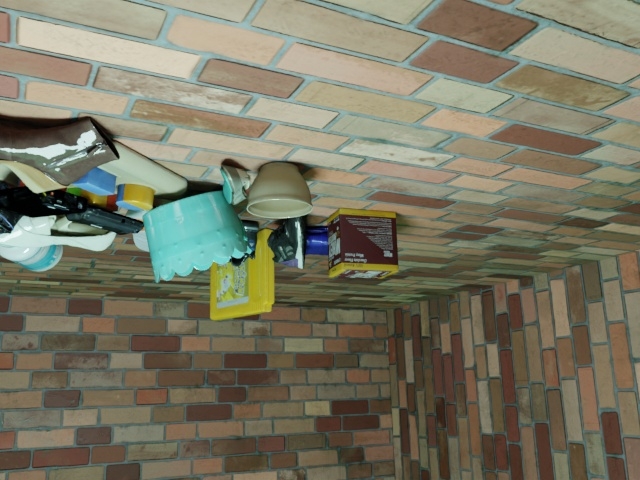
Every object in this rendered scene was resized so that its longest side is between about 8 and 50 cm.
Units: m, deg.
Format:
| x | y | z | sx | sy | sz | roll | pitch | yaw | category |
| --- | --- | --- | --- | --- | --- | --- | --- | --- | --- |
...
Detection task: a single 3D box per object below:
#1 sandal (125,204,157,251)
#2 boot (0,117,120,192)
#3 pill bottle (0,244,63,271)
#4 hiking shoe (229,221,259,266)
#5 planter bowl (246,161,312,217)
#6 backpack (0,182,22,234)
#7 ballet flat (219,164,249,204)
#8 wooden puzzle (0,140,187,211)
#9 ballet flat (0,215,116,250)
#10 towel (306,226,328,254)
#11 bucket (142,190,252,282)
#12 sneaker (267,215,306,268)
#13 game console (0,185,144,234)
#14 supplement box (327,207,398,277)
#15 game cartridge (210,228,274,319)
| x | y | z | sx | sy | sz | roll | pitch | yaw | category |
| --- | --- | --- | --- | --- | --- | --- | --- | --- | --- |
| -0.522 | -0.053 | 1.857 | 0.102 | 0.076 | 0.265 | 13 | 150 | -7 | sandal |
| -0.555 | -0.209 | 1.246 | 0.207 | 0.090 | 0.248 | -23 | 142 | 6 | boot |
| -0.909 | 0.003 | 1.909 | 0.146 | 0.146 | 0.264 | -1 | 166 | -3 | pill bottle |
| -0.310 | 0.026 | 2.092 | 0.113 | 0.132 | 0.304 | 7 | 164 | -30 | hiking shoe |
| -0.100 | -0.128 | 1.530 | 0.162 | 0.109 | 0.162 | -1 | 166 | 0 | planter bowl |
| -0.858 | -0.098 | 1.566 | 0.158 | 0.117 | 0.173 | -11 | 132 | 30 | backpack |
| -0.212 | -0.150 | 1.557 | 0.068 | 0.072 | 0.213 | -27 | 171 | -12 | ballet flat |
| -0.556 | -0.133 | 1.525 | 0.348 | 0.080 | 0.322 | -7 | 165 | 20 | wooden puzzle |
| -0.767 | -0.051 | 1.794 | 0.139 | 0.139 | 0.400 | -12 | 167 | 36 | ballet flat |
| 0.000 | 0.000 | 2.158 | 0.308 | 0.076 | 0.227 | 1 | 169 | -4 | towel |
| -0.340 | -0.012 | 1.684 | 0.281 | 0.183 | 0.281 | -17 | 178 | -1 | bucket |
| -0.109 | -0.003 | 1.942 | 0.124 | 0.107 | 0.283 | 5 | 144 | 2 | sneaker |
| -0.622 | -0.070 | 1.574 | 0.213 | 0.044 | 0.361 | -2 | 166 | 32 | game console |
| 0.130 | 0.014 | 1.952 | 0.191 | 0.194 | 0.129 | 3 | 165 | -18 | supplement box |
| -0.281 | 0.125 | 2.182 | 0.053 | 0.285 | 0.324 | 10 | 161 | -41 | game cartridge |
